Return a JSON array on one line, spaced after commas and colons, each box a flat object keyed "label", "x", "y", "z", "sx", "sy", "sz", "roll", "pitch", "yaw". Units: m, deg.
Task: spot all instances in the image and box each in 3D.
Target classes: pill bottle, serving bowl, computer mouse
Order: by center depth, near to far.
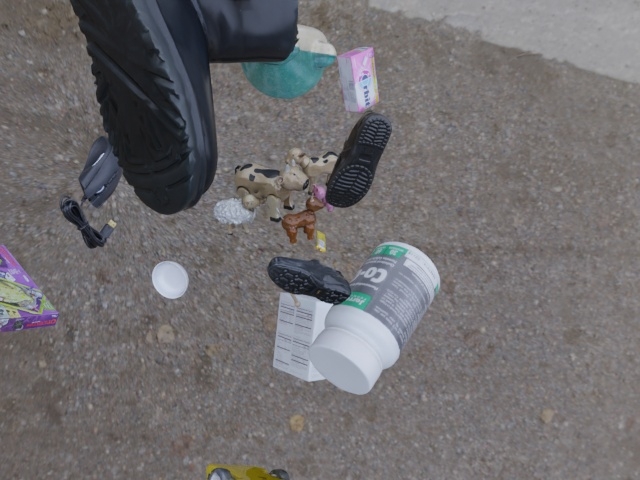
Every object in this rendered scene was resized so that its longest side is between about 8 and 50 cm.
[{"label": "serving bowl", "x": -0.318, "y": 0.081, "z": 1.160, "sx": 0.083, "sy": 0.027, "sz": 0.084, "roll": 4, "pitch": 106, "yaw": 15}, {"label": "computer mouse", "x": -0.499, "y": -0.109, "z": 1.265, "sx": 0.060, "sy": 0.262, "sz": 0.184, "roll": 0, "pitch": 139, "yaw": 8}, {"label": "pill bottle", "x": 0.138, "y": 0.188, "z": 1.351, "sx": 0.204, "sy": 0.204, "sz": 0.361, "roll": 53, "pitch": 53, "yaw": -18}]

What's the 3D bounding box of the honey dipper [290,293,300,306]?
[{"label": "honey dipper", "x": -0.085, "y": 0.130, "z": 1.459, "sx": 0.030, "sy": 0.030, "sz": 0.161, "roll": -35, "pitch": 133, "yaw": -14}]

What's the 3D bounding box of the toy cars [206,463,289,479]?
[{"label": "toy cars", "x": 0.043, "y": 0.329, "z": 0.586, "sx": 0.393, "sy": 0.176, "sz": 0.087, "roll": 9, "pitch": 78, "yaw": 10}]

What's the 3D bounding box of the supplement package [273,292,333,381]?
[{"label": "supplement package", "x": -0.019, "y": 0.322, "z": 1.867, "sx": 0.199, "sy": 0.198, "sz": 0.263, "roll": 5, "pitch": 92, "yaw": -42}]

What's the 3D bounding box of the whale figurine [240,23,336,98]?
[{"label": "whale figurine", "x": -0.079, "y": -0.338, "z": 1.023, "sx": 0.216, "sy": 0.272, "sz": 0.141, "roll": 7, "pitch": 108, "yaw": 1}]

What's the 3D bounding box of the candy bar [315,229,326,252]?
[{"label": "candy bar", "x": 0.000, "y": 0.000, "z": 1.834, "sx": 0.040, "sy": 0.161, "sz": 0.018, "roll": 30, "pitch": 109, "yaw": -12}]

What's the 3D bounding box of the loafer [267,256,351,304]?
[{"label": "loafer", "x": -0.026, "y": 0.076, "z": 1.162, "sx": 0.223, "sy": 0.078, "sz": 0.076, "roll": 23, "pitch": 126, "yaw": -39}]

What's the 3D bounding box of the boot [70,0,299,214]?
[{"label": "boot", "x": -0.087, "y": -0.162, "z": 0.458, "sx": 0.207, "sy": 0.094, "sz": 0.247, "roll": -23, "pitch": 97, "yaw": -50}]

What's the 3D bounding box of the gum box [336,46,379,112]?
[{"label": "gum box", "x": 0.124, "y": -0.511, "z": 1.737, "sx": 0.107, "sy": 0.062, "sz": 0.189, "roll": -34, "pitch": 127, "yaw": -33}]

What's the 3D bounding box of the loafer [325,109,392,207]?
[{"label": "loafer", "x": 0.075, "y": -0.161, "z": 1.075, "sx": 0.080, "sy": 0.078, "sz": 0.220, "roll": 19, "pitch": 123, "yaw": -18}]

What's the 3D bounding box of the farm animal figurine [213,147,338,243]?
[{"label": "farm animal figurine", "x": -0.092, "y": -0.155, "z": 1.458, "sx": 0.326, "sy": 0.330, "sz": 0.172, "roll": 4, "pitch": 126, "yaw": 14}]

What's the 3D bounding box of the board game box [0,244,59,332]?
[{"label": "board game box", "x": -0.862, "y": 0.117, "z": 1.404, "sx": 0.208, "sy": 0.346, "sz": 0.056, "roll": -5, "pitch": 124, "yaw": -53}]
